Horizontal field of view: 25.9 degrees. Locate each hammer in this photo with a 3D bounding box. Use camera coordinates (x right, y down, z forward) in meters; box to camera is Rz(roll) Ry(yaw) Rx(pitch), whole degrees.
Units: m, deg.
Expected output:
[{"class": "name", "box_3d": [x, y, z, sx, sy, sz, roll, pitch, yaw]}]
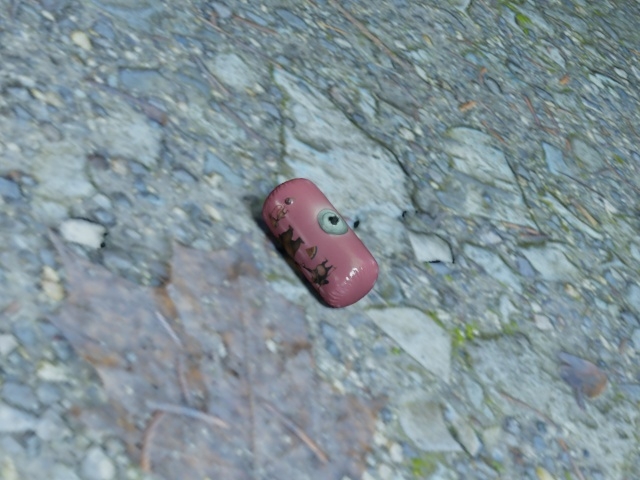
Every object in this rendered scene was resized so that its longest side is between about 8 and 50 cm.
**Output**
[{"class": "hammer", "box_3d": [0.000, 0.000, 0.811, 0.043, 0.043, 0.083, -7, 54, -52]}]
